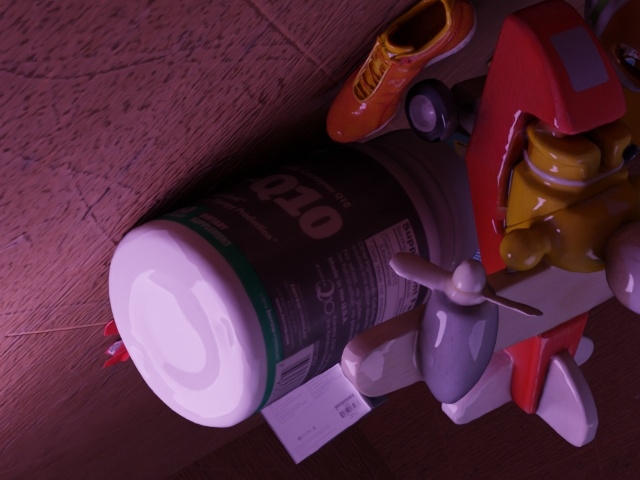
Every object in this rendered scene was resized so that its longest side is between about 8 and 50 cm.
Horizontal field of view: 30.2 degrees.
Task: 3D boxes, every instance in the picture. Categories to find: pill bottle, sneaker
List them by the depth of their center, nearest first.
[{"bbox_3d":[0.059,-0.157,1.047,0.175,0.064,0.067,-47,151,23],"label":"sneaker"},{"bbox_3d":[-0.011,0.020,1.181,0.361,0.204,0.204,-27,167,-41],"label":"pill bottle"}]

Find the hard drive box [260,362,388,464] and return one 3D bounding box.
[{"bbox_3d":[-0.027,0.236,2.049,0.181,0.232,0.089,-38,170,20],"label":"hard drive box"}]

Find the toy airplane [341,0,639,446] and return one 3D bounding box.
[{"bbox_3d":[0.231,0.027,1.087,0.384,0.272,0.386,34,82,-37],"label":"toy airplane"}]

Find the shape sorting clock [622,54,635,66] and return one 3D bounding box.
[{"bbox_3d":[0.424,-0.230,1.923,0.206,0.040,0.206,-35,170,-7],"label":"shape sorting clock"}]

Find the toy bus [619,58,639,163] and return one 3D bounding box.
[{"bbox_3d":[0.484,-0.175,2.118,0.332,0.108,0.130,-45,-172,45],"label":"toy bus"}]

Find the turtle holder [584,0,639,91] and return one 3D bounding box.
[{"bbox_3d":[0.381,-0.275,1.146,0.243,0.320,0.227,24,143,-37],"label":"turtle holder"}]

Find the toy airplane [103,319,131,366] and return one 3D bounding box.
[{"bbox_3d":[-0.214,0.107,1.417,0.151,0.028,0.151,-33,168,-8],"label":"toy airplane"}]

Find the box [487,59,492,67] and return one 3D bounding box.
[{"bbox_3d":[0.288,-0.205,1.467,0.058,0.087,0.232,-38,171,28],"label":"box"}]

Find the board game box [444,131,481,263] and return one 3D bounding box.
[{"bbox_3d":[0.195,0.001,1.705,0.254,0.079,0.336,20,141,-21],"label":"board game box"}]

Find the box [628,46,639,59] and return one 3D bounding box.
[{"bbox_3d":[0.589,-0.289,1.803,0.114,0.207,0.036,127,-21,-59],"label":"box"}]
